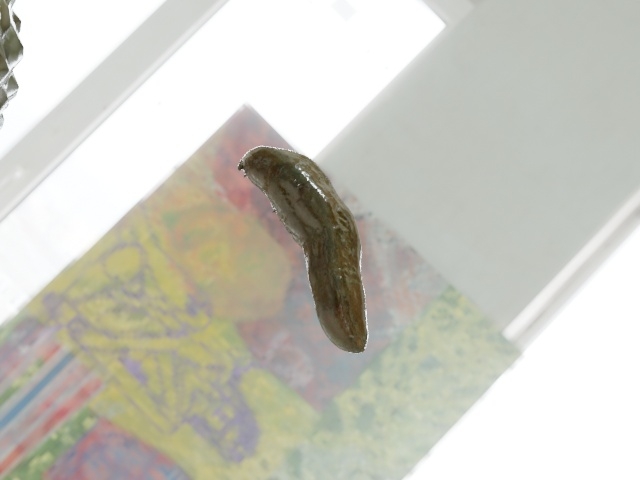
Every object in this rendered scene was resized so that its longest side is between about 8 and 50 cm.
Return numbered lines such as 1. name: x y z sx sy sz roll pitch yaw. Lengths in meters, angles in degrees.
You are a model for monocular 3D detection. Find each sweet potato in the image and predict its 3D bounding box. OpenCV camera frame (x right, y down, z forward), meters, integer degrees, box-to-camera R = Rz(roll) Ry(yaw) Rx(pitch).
1. sweet potato: 0.002 0.000 0.984 0.054 0.053 0.182 11 46 -50

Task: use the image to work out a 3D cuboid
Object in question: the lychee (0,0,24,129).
1. lychee: -0.229 -0.080 0.438 0.270 0.269 0.320 59 17 -65
